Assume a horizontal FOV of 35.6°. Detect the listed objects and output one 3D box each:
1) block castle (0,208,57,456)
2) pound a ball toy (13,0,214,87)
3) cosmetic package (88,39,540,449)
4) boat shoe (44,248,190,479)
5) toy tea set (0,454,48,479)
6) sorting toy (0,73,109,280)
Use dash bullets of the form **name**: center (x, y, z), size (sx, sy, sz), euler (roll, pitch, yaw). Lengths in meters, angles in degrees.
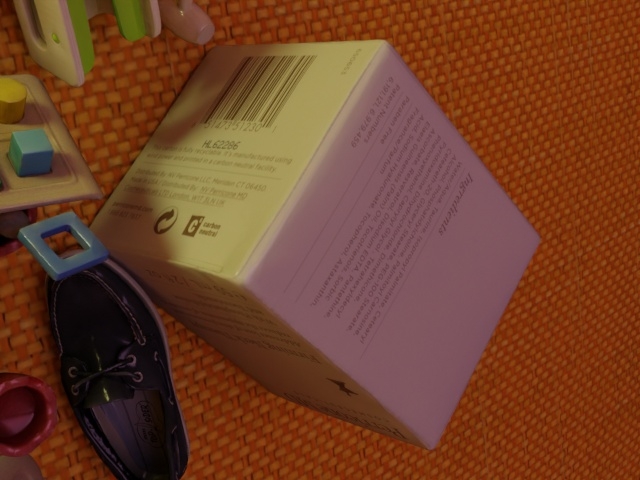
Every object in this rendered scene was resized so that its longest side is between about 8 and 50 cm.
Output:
- **block castle**: center (-0.478, 0.108, 0.910), size (0.453, 0.213, 0.302), euler (-13, 106, -41)
- **pound a ball toy**: center (-0.242, -0.322, 1.072), size (0.208, 0.136, 0.319), euler (-41, 150, -28)
- **cosmetic package**: center (0.000, 0.000, 1.248), size (0.394, 0.329, 0.327), euler (44, 67, -36)
- **boat shoe**: center (-0.241, 0.176, 1.181), size (0.127, 0.113, 0.339), euler (-10, 116, 1)
- **toy tea set**: center (-0.358, 0.413, 1.165), size (0.336, 0.124, 0.200), euler (63, 28, -25)
- **sorting toy**: center (-0.325, -0.104, 0.959), size (0.196, 0.347, 0.047), euler (-9, 143, -38)
